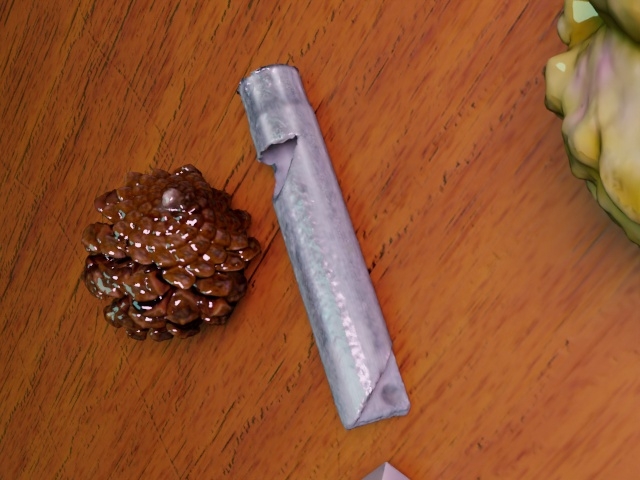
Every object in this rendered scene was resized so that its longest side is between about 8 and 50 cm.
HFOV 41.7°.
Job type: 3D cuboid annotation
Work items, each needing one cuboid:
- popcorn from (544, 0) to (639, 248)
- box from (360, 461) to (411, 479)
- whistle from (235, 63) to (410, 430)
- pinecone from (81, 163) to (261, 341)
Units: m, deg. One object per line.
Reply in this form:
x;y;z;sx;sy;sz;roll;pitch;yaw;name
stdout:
0.212;-0.102;0.395;0.212;0.259;0.259;-131;55;-63;popcorn
0.017;0.257;0.641;0.051;0.130;0.129;38;123;-10;box
0.000;0.000;0.700;0.062;0.062;0.312;-31;70;38;whistle
-0.143;0.020;0.770;0.174;0.174;0.173;0;90;42;pinecone
